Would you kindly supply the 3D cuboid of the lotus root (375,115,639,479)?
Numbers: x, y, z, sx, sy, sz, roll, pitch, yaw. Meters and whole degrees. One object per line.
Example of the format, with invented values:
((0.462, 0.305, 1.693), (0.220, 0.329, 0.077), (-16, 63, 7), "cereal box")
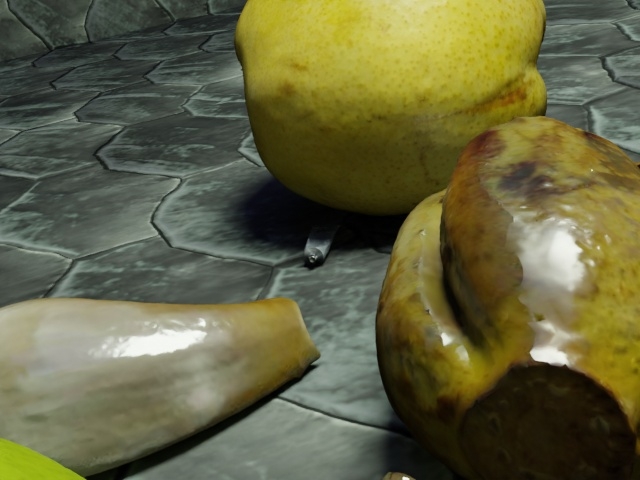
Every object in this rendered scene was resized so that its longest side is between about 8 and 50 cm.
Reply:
((0.119, 0.038, 0.516), (0.193, 0.193, 0.291), (-7, 28, 8), "lotus root")

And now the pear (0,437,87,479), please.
((-0.241, 0.163, 0.378), (0.287, 0.176, 0.282), (-27, 28, -35), "pear")

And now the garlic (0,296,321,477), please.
((-0.155, 0.094, 0.610), (0.318, 0.112, 0.143), (-6, 19, -17), "garlic")

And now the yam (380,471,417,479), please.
((-0.028, 0.213, 0.340), (0.045, 0.045, 0.327), (40, 41, 6), "yam")

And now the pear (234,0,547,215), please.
((0.072, -0.169, 0.868), (0.315, 0.314, 0.314), (-9, 24, 4), "pear")

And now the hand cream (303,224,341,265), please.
((0.000, 0.000, 0.839), (0.030, 0.019, 0.093), (-4, 22, 10), "hand cream")
